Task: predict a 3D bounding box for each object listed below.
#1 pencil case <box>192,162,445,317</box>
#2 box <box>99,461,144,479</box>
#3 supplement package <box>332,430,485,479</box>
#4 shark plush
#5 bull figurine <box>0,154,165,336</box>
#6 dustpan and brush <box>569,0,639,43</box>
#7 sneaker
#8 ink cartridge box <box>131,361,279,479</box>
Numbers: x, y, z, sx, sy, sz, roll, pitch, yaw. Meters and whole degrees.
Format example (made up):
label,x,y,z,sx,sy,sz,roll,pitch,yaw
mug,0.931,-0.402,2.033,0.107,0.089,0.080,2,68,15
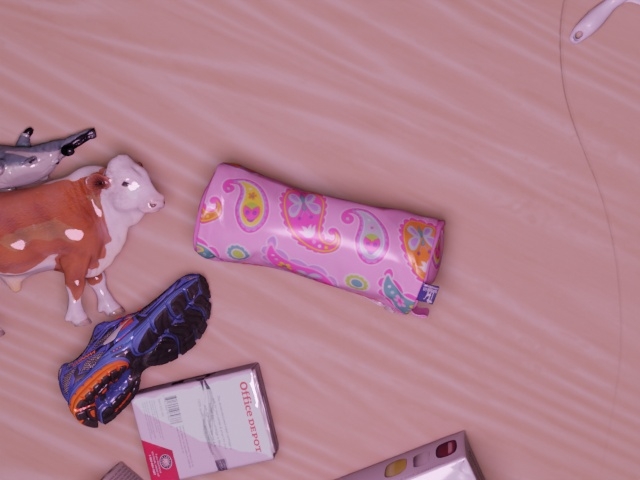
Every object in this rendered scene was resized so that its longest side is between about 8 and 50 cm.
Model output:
label,x,y,z,sx,sy,sz,roll,pitch,yaw
pencil case,0.000,0.000,1.793,0.284,0.124,0.124,16,96,3
box,-0.168,0.387,1.842,0.275,0.113,0.094,41,97,2
supplement package,0.082,0.366,1.798,0.262,0.145,0.204,-22,93,6
shark plush,-0.345,-0.106,1.851,0.161,0.073,0.067,-23,61,11
bull figurine,-0.321,0.007,1.831,0.311,0.101,0.188,-7,97,7
dustpan and brush,0.361,-0.298,1.774,0.147,0.060,0.211,44,90,-12
sneaker,-0.218,0.112,1.826,0.221,0.083,0.087,-41,50,-16
ink cartridge box,-0.132,0.213,1.848,0.151,0.063,0.109,-13,92,6
